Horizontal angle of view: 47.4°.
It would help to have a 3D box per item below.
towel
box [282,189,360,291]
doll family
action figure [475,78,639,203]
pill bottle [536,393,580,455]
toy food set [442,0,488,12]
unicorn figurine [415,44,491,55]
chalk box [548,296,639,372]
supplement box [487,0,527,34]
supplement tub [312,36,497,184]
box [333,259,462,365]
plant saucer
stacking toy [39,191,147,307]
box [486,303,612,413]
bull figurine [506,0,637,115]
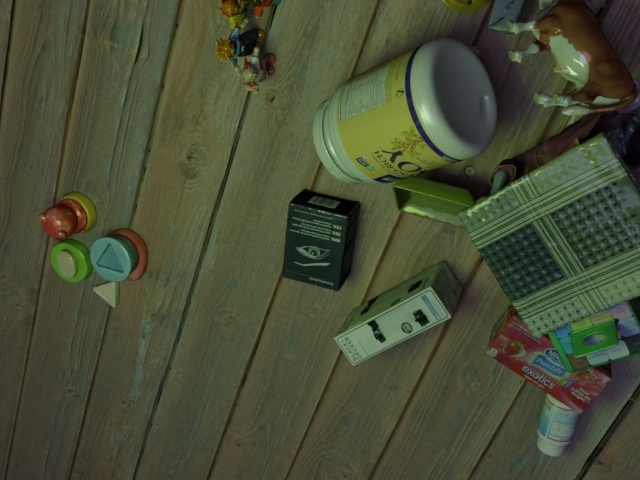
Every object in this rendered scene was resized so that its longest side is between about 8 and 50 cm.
[{"bbox_3d":[0.468,-0.001,1.365,0.324,0.056,0.312,-30,97,31],"label":"towel"},{"bbox_3d":[0.000,0.000,1.783,0.153,0.108,0.207,15,116,14],"label":"box"},{"bbox_3d":[-0.173,-0.465,1.625,0.118,0.163,0.263,14,115,15],"label":"doll family"},{"bbox_3d":[0.464,-0.165,1.497,0.248,0.276,0.370,18,157,-30],"label":"action figure"},{"bbox_3d":[0.573,0.436,1.758,0.087,0.087,0.160,14,116,15],"label":"pill bottle"},{"bbox_3d":[0.272,-0.569,1.477,0.128,0.071,0.218,-25,104,3],"label":"toy food set"},{"bbox_3d":[0.267,-0.374,1.555,0.161,0.060,0.111,19,121,10],"label":"unicorn figurine"},{"bbox_3d":[0.568,0.144,1.524,0.180,0.289,0.179,-24,102,27],"label":"chalk box"},{"bbox_3d":[0.379,-0.464,1.462,0.056,0.083,0.083,20,117,13],"label":"supplement box"},{"bbox_3d":[0.167,-0.251,1.503,0.331,0.241,0.241,-14,107,47],"label":"supplement tub"},{"bbox_3d":[0.186,0.175,1.751,0.290,0.169,0.087,-32,98,29],"label":"box"},{"bbox_3d":[0.262,-0.089,1.632,0.188,0.188,0.045,16,79,14],"label":"plant saucer"},{"bbox_3d":[-0.661,0.052,2.041,0.309,0.130,0.279,32,118,6],"label":"stacking toy"},{"bbox_3d":[0.526,0.259,1.679,0.257,0.128,0.123,33,119,6],"label":"box"},{"bbox_3d":[0.464,-0.364,1.372,0.188,0.101,0.310,-21,63,-7],"label":"bull figurine"}]
